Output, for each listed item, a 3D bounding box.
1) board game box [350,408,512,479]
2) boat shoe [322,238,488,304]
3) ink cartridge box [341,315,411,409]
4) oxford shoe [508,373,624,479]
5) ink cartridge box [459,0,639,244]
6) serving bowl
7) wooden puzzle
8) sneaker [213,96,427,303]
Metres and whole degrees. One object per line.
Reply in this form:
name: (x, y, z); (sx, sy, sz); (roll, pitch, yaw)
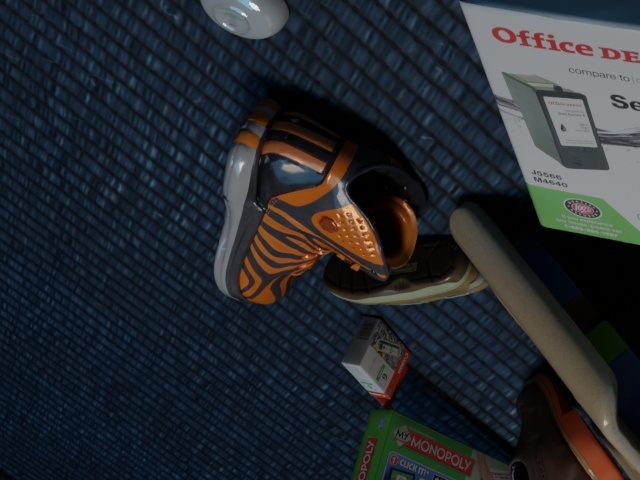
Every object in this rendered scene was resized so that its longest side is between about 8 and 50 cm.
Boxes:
board game box: (0.159, 0.350, 2.163); (0.317, 0.214, 0.046); (28, 159, -32)
boat shoe: (0.087, 0.041, 1.872); (0.190, 0.068, 0.072); (0, 157, 45)
ink cartridge box: (0.072, 0.141, 2.085); (0.029, 0.063, 0.115); (7, 151, 39)
oxford shoe: (0.228, 0.211, 1.918); (0.097, 0.098, 0.271); (53, -178, -9)
ink cartridge box: (0.236, -0.112, 1.334); (0.198, 0.115, 0.273); (12, 151, 29)
serving bowl: (-0.069, -0.198, 1.584); (0.083, 0.027, 0.083); (22, 157, 10)
wooden puzzle: (0.276, 0.138, 1.709); (0.348, 0.080, 0.322); (51, -177, -38)
sneaker: (0.000, 0.000, 1.796); (0.180, 0.125, 0.321); (24, 156, 9)
